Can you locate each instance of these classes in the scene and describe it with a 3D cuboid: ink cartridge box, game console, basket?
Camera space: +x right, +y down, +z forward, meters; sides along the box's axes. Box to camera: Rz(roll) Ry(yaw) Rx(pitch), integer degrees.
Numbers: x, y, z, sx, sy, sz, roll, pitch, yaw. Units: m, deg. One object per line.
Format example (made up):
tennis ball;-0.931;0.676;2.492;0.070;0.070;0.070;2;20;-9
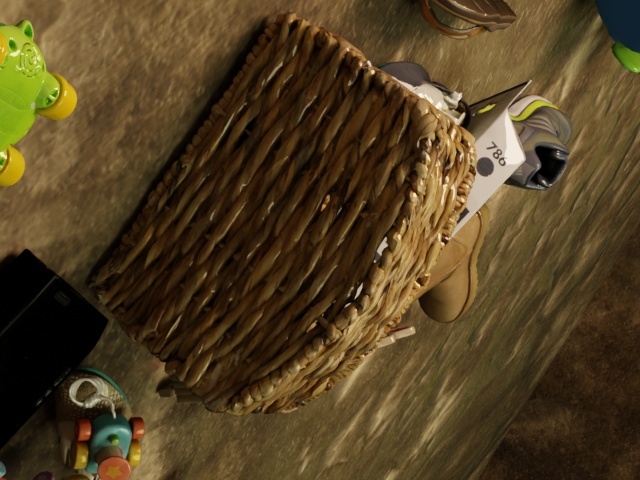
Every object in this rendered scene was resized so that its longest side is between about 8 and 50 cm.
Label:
ink cartridge box;0.115;-0.037;1.151;0.333;0.065;0.165;-47;-171;-13
game console;-0.275;0.076;0.663;0.213;0.044;0.361;-49;159;-10
basket;0.000;0.000;0.877;0.299;0.213;0.223;-54;157;5

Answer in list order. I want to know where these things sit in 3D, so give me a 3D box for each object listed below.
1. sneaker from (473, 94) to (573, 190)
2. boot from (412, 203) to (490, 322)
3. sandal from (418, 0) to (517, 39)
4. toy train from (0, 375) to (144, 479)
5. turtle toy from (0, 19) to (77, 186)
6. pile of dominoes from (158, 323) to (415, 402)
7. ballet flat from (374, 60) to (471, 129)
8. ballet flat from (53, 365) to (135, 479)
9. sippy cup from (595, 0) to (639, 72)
sneaker;0.281;-0.119;1.378;0.300;0.121;0.111;-19;141;-54
boot;0.111;0.072;1.390;0.269;0.089;0.236;-33;141;-39
sandal;0.129;-0.231;0.988;0.060;0.090;0.219;-37;172;23
toy train;-0.224;0.194;0.852;0.166;0.046;0.125;-39;129;2
turtle toy;-0.203;-0.071;0.562;0.130;0.066;0.095;-52;158;-1
pile of dominoes;-0.034;0.110;1.064;0.251;0.040;0.196;-18;-175;-42
ballet flat;0.110;-0.141;1.074;0.074;0.074;0.203;-58;157;13
ballet flat;-0.204;0.187;0.935;0.206;0.073;0.067;86;14;-56
sippy cup;0.486;-0.350;1.331;0.224;0.240;0.305;-28;125;-26
